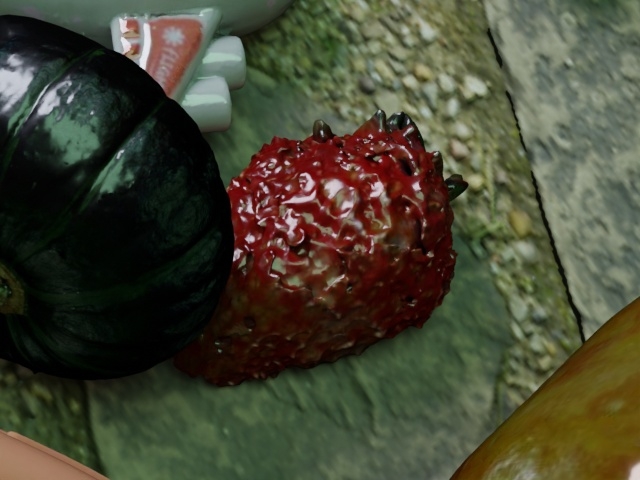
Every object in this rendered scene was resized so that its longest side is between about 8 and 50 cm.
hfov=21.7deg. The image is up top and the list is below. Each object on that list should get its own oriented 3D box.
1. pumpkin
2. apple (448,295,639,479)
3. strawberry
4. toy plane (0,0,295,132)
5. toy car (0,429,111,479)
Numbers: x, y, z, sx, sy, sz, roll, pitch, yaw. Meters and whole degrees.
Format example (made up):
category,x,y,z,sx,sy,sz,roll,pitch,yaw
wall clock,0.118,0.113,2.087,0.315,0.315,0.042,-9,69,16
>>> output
category,x,y,z,sx,sy,sz,roll,pitch,yaw
pumpkin,-0.141,-0.015,0.852,0.202,0.202,0.140,31,47,4
apple,0.230,0.201,0.766,0.400,0.333,0.400,10,68,-26
strawberry,0.002,-0.003,0.934,0.192,0.085,0.140,-8,71,-12
toy plane,-0.125,-0.166,0.964,0.252,0.118,0.252,6,66,-13
toy car,-0.176,0.158,0.756,0.270,0.212,0.180,25,65,-1
